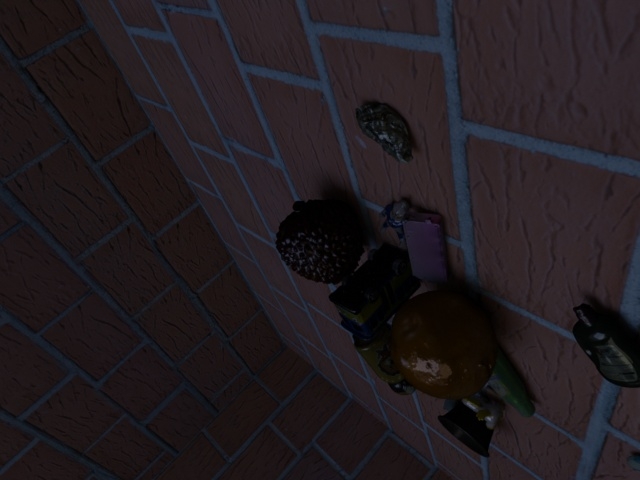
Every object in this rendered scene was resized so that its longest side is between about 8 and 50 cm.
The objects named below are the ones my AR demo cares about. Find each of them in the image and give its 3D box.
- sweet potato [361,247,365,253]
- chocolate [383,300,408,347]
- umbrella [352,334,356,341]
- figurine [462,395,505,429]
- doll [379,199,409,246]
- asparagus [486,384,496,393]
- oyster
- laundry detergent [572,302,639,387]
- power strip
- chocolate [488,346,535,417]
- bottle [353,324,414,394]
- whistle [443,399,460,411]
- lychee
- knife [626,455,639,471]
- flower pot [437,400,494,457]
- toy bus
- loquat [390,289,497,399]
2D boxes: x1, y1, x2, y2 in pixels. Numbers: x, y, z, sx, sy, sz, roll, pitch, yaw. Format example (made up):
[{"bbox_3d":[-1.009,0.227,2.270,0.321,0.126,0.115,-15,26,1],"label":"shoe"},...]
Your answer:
[{"bbox_3d":[0.096,0.013,1.785,0.202,0.055,0.058,28,123,44],"label":"sweet potato"},{"bbox_3d":[0.335,0.353,1.880,0.111,0.112,0.321,30,153,16],"label":"chocolate"},{"bbox_3d":[0.168,0.381,2.253,0.094,0.090,0.326,35,156,35],"label":"umbrella"},{"bbox_3d":[0.607,0.627,1.829,0.129,0.109,0.178,19,-172,-27],"label":"figurine"},{"bbox_3d":[0.220,-0.060,1.419,0.114,0.057,0.227,43,161,18],"label":"doll"},{"bbox_3d":[0.653,0.558,1.745,0.114,0.014,0.015,25,166,44],"label":"asparagus"},{"bbox_3d":[0.154,-0.265,1.177,0.177,0.064,0.125,35,160,33],"label":"oyster"},{"bbox_3d":[0.642,0.231,1.096,0.222,0.078,0.144,48,163,-3],"label":"laundry detergent"},{"bbox_3d":[0.305,0.024,1.383,0.109,0.038,0.279,8,141,27],"label":"power strip"},{"bbox_3d":[0.600,0.459,1.560,0.291,0.110,0.110,51,159,-15],"label":"chocolate"},{"bbox_3d":[0.315,0.544,2.158,0.351,0.171,0.171,51,159,-16],"label":"bottle"},{"bbox_3d":[0.566,0.670,2.044,0.062,0.062,0.312,36,156,27],"label":"whistle"},{"bbox_3d":[0.000,0.000,1.620,0.306,0.306,0.330,10,133,58],"label":"lychee"},{"bbox_3d":[0.932,0.615,1.291,0.064,0.031,0.222,53,155,-4],"label":"knife"},{"bbox_3d":[0.611,0.734,1.939,0.235,0.148,0.235,39,164,13],"label":"flower pot"},{"bbox_3d":[0.180,0.161,1.565,0.138,0.287,0.175,25,148,44],"label":"toy bus"},{"bbox_3d":[0.363,0.307,1.432,0.328,0.328,0.328,39,158,20],"label":"loquat"}]
